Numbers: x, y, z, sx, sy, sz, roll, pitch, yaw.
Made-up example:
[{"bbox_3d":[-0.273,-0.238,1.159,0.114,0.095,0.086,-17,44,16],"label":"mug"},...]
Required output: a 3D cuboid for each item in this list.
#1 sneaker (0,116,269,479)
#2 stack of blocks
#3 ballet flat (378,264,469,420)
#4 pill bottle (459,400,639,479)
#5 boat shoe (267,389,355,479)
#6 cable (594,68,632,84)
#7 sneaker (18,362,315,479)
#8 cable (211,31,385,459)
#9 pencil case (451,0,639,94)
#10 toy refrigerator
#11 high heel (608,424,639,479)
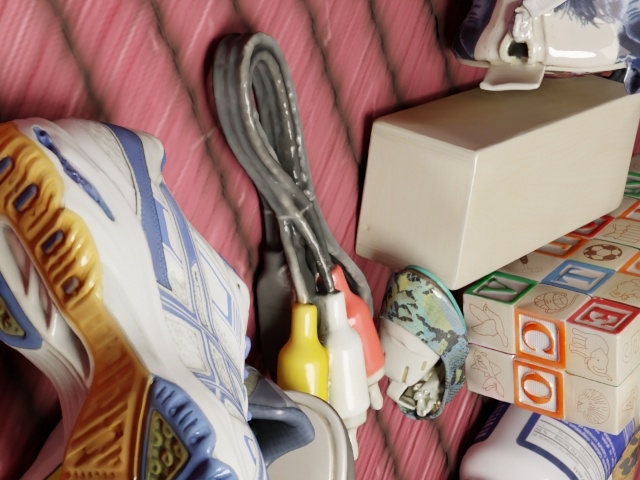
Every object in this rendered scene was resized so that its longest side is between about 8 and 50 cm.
[{"bbox_3d":[-0.067,0.069,0.741,0.131,0.112,0.296,-17,83,-54],"label":"sneaker"},{"bbox_3d":[0.228,0.028,1.217,0.297,0.171,0.087,-35,128,-45],"label":"stack of blocks"},{"bbox_3d":[0.069,0.082,1.067,0.070,0.070,0.188,-64,159,-20],"label":"ballet flat"},{"bbox_3d":[0.181,0.187,1.255,0.186,0.112,0.112,-50,139,-34],"label":"pill bottle"},{"bbox_3d":[-0.055,0.249,0.941,0.095,0.112,0.335,4,104,-75],"label":"boat shoe"},{"bbox_3d":[0.236,-0.204,1.273,0.184,0.047,0.150,41,74,-51],"label":"cable"},{"bbox_3d":[-0.113,0.173,0.798,0.300,0.121,0.111,-60,143,-25],"label":"sneaker"},{"bbox_3d":[0.000,0.000,0.954,0.139,0.072,0.287,-38,131,-51],"label":"cable"},{"bbox_3d":[0.173,-0.308,1.025,0.183,0.160,0.410,-54,146,-64],"label":"pencil case"},{"bbox_3d":[0.136,-0.056,1.125,0.269,0.094,0.102,-22,126,-51],"label":"toy refrigerator"},{"bbox_3d":[0.261,0.183,1.436,0.186,0.093,0.261,49,45,-77],"label":"high heel"}]
